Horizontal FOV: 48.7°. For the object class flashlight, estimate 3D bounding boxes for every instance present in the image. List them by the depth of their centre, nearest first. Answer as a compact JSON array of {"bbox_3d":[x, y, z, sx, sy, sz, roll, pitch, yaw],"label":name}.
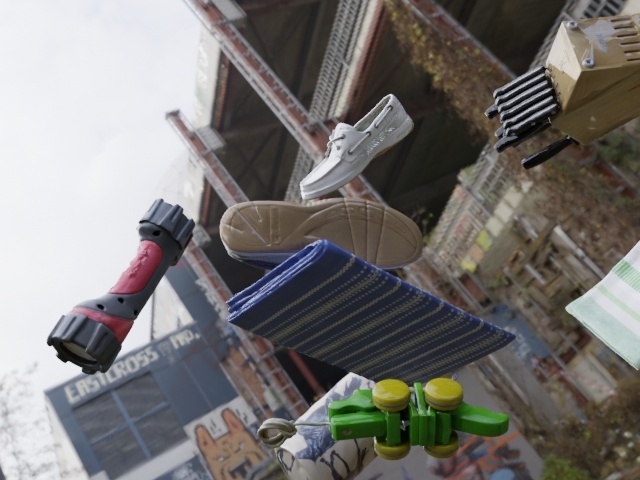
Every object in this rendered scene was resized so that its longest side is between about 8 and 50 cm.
[{"bbox_3d":[-0.306,0.061,1.117,0.103,0.103,0.304,118,176,-54],"label":"flashlight"}]

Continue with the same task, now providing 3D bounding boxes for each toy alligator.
[{"bbox_3d":[0.047,0.133,0.550,0.190,0.051,0.056,-2,-68,2],"label":"toy alligator"}]

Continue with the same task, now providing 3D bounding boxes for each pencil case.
[{"bbox_3d":[0.089,0.352,1.406,0.410,0.160,0.183,-38,-51,-26],"label":"pencil case"}]

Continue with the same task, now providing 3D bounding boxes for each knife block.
[{"bbox_3d":[0.380,-0.197,0.988,0.276,0.088,0.242,-7,-27,-2],"label":"knife block"}]

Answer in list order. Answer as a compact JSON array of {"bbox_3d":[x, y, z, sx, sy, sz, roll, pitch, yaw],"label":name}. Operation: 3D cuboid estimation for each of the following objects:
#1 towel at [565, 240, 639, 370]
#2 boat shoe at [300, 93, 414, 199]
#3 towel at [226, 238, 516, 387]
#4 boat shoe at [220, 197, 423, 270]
[{"bbox_3d":[0.660,0.077,1.371,0.325,0.248,0.038,-44,-67,5],"label":"towel"},{"bbox_3d":[0.055,-0.187,1.382,0.277,0.098,0.096,-41,-65,-17],"label":"boat shoe"},{"bbox_3d":[0.064,0.114,0.979,0.336,0.040,0.243,26,-40,-26],"label":"towel"},{"bbox_3d":[0.000,0.000,1.015,0.285,0.102,0.092,2,-19,-6],"label":"boat shoe"}]
